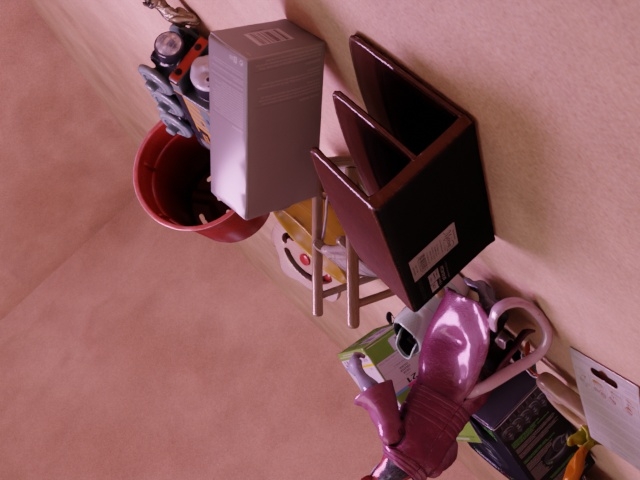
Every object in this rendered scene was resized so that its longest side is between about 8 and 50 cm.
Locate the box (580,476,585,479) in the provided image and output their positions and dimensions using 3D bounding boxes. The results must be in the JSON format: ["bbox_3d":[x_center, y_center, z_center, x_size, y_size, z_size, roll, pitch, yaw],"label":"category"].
[{"bbox_3d":[0.517,0.551,2.032,0.270,0.060,0.216,57,-165,-52],"label":"box"}]

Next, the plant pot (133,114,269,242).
[{"bbox_3d":[-0.233,-0.122,2.271,0.272,0.272,0.265,43,179,18],"label":"plant pot"}]

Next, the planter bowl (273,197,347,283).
[{"bbox_3d":[0.007,-0.020,2.070,0.217,0.090,0.217,44,170,9],"label":"planter bowl"}]

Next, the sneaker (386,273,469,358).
[{"bbox_3d":[0.184,0.143,1.777,0.094,0.151,0.256,40,171,24],"label":"sneaker"}]

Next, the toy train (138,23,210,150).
[{"bbox_3d":[-0.208,-0.262,1.897,0.190,0.142,0.334,31,166,14],"label":"toy train"}]

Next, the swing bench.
[{"bbox_3d":[0.050,-0.015,1.621,0.253,0.165,0.255,-175,67,-78],"label":"swing bench"}]

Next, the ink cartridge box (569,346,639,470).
[{"bbox_3d":[0.431,0.239,1.483,0.145,0.045,0.179,34,147,56],"label":"ink cartridge box"}]

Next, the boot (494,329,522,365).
[{"bbox_3d":[0.311,0.189,1.753,0.118,0.042,0.087,51,168,-31],"label":"boot"}]

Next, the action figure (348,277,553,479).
[{"bbox_3d":[0.190,0.258,1.569,0.248,0.370,0.275,38,168,-28],"label":"action figure"}]

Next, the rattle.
[{"bbox_3d":[0.357,0.279,1.645,0.199,0.143,0.130,40,-170,-1],"label":"rattle"}]

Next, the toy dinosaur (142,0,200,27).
[{"bbox_3d":[-0.309,-0.453,1.725,0.268,0.064,0.118,50,177,-5],"label":"toy dinosaur"}]

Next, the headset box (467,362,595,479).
[{"bbox_3d":[0.336,0.319,1.918,0.246,0.131,0.283,34,164,53],"label":"headset box"}]

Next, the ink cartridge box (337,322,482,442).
[{"bbox_3d":[0.158,0.280,1.870,0.255,0.097,0.189,57,164,1],"label":"ink cartridge box"}]

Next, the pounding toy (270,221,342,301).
[{"bbox_3d":[0.000,0.000,2.270,0.269,0.155,0.154,31,136,29],"label":"pounding toy"}]

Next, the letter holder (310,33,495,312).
[{"bbox_3d":[0.078,-0.081,1.286,0.214,0.152,0.302,44,171,27],"label":"letter holder"}]

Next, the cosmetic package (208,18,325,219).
[{"bbox_3d":[-0.073,-0.160,1.384,0.107,0.127,0.238,40,135,40],"label":"cosmetic package"}]
